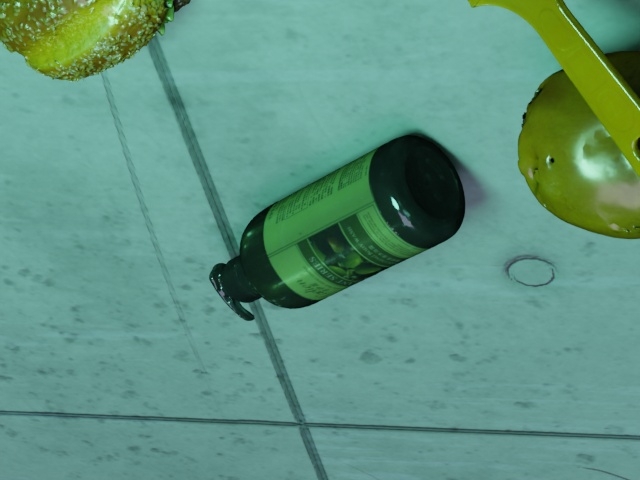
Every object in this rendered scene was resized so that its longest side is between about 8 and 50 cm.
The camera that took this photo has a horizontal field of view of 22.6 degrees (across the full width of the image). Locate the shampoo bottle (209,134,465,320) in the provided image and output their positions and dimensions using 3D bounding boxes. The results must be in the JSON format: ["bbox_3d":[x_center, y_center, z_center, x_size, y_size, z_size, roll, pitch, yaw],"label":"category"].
[{"bbox_3d":[0.000,0.000,1.467,0.101,0.101,0.284,35,138,-29],"label":"shampoo bottle"}]

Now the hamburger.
[{"bbox_3d":[-0.198,-0.189,1.277,0.166,0.087,0.137,-21,133,37],"label":"hamburger"}]

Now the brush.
[{"bbox_3d":[0.178,-0.147,1.162,0.272,0.013,0.103,55,138,5],"label":"brush"}]

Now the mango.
[{"bbox_3d":[0.278,-0.072,1.237,0.249,0.156,0.151,7,159,0],"label":"mango"}]
